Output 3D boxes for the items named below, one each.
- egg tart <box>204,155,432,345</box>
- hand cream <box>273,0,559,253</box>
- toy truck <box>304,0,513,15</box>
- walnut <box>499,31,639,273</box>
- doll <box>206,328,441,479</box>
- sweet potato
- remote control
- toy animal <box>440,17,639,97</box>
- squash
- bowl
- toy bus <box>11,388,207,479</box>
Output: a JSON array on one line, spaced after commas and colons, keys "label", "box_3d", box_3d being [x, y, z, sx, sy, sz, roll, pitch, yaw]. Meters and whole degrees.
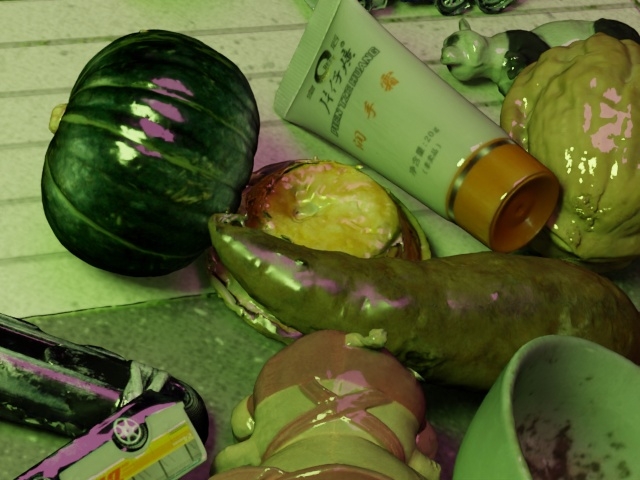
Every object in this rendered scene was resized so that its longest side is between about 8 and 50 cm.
[{"label": "egg tart", "box_3d": [0.000, -0.002, 1.590, 0.212, 0.090, 0.213, 7, 46, -7]}, {"label": "hand cream", "box_3d": [0.081, -0.110, 1.646, 0.089, 0.140, 0.314, 4, 26, -47]}, {"label": "toy truck", "box_3d": [0.102, -0.323, 1.891, 0.268, 0.155, 0.124, -9, 51, -26]}, {"label": "walnut", "box_3d": [0.253, -0.081, 1.681, 0.198, 0.198, 0.245, 16, 53, -4]}, {"label": "doll", "box_3d": [0.004, 0.189, 1.353, 0.196, 0.152, 0.256, -23, 31, 18]}, {"label": "sweet potato", "box_3d": [0.104, 0.061, 1.505, 0.422, 0.130, 0.130, 10, 43, -25]}, {"label": "remote control", "box_3d": [-0.210, 0.102, 1.420, 0.266, 0.066, 0.090, 16, 48, -4]}, {"label": "toy animal", "box_3d": [0.228, -0.175, 1.838, 0.225, 0.094, 0.121, -4, 36, -9]}, {"label": "squash", "box_3d": [-0.140, -0.072, 1.516, 0.172, 0.218, 0.218, 9, 44, -3]}, {"label": "bowl", "box_3d": [0.198, 0.226, 1.361, 0.289, 0.146, 0.289, 31, 32, -23]}, {"label": "toy bus", "box_3d": [-0.167, 0.178, 1.342, 0.172, 0.057, 0.072, -33, 94, -28]}]
